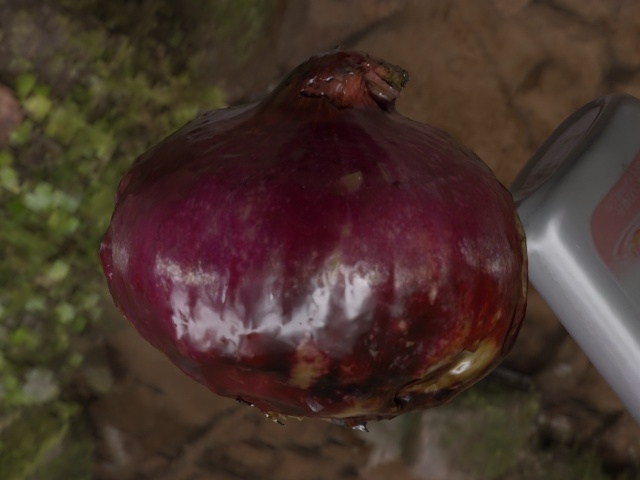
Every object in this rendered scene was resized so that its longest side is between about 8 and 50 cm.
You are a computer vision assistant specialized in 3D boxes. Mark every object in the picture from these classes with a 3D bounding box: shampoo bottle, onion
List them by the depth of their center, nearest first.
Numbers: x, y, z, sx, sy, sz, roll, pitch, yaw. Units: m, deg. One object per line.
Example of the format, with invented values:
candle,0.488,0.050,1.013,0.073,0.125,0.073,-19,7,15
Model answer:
onion,0.000,0.000,0.446,0.107,0.107,0.097,10,97,15
shampoo bottle,0.127,0.032,0.609,0.165,0.080,0.040,52,142,-14
